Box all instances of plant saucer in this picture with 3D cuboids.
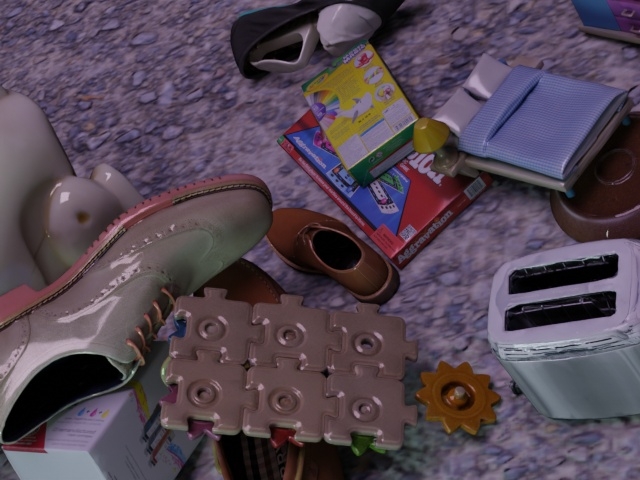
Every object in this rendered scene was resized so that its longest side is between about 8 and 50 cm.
[{"bbox_3d":[0.312,-0.072,1.677,0.168,0.029,0.168,-19,48,23],"label":"plant saucer"}]

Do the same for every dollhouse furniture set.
[{"bbox_3d":[0.254,-0.193,1.649,0.303,0.198,0.286,-50,39,-16],"label":"dollhouse furniture set"}]

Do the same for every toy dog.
[{"bbox_3d":[-0.416,0.048,1.869,0.284,0.395,0.408,22,64,34],"label":"toy dog"}]

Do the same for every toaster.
[{"bbox_3d":[0.254,0.084,1.517,0.227,0.146,0.129,-10,53,31],"label":"toaster"}]

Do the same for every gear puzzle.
[{"bbox_3d":[0.012,0.140,1.613,0.338,0.044,0.175,6,51,-3],"label":"gear puzzle"}]

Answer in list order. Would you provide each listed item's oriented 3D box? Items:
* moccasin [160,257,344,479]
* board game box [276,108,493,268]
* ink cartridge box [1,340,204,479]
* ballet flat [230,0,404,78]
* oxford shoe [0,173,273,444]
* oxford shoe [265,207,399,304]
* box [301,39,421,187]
[{"bbox_3d":[-0.076,0.158,1.698,0.139,0.147,0.380,-27,46,18],"label":"moccasin"},{"bbox_3d":[0.069,-0.094,1.870,0.145,0.027,0.281,-43,44,0],"label":"board game box"},{"bbox_3d":[-0.228,0.210,1.751,0.128,0.127,0.176,-3,36,34],"label":"ink cartridge box"},{"bbox_3d":[0.003,-0.262,2.008,0.280,0.095,0.096,-17,59,39],"label":"ballet flat"},{"bbox_3d":[-0.201,0.078,1.706,0.397,0.140,0.146,-35,52,-5],"label":"oxford shoe"},{"bbox_3d":[0.000,0.000,1.816,0.212,0.076,0.076,26,77,46],"label":"oxford shoe"},{"bbox_3d":[0.049,-0.153,1.880,0.105,0.043,0.179,-35,47,9],"label":"box"}]
